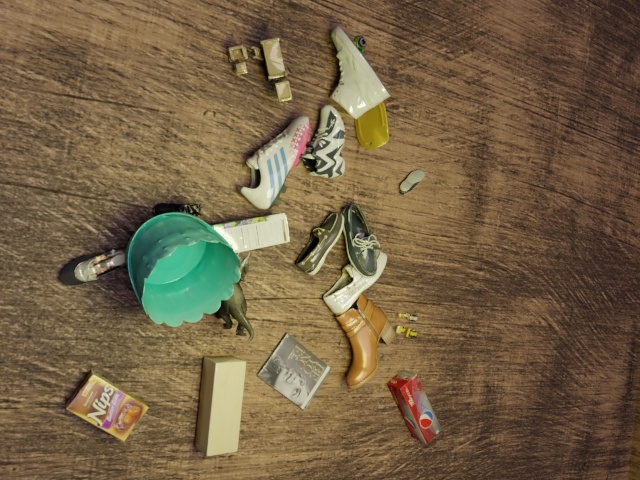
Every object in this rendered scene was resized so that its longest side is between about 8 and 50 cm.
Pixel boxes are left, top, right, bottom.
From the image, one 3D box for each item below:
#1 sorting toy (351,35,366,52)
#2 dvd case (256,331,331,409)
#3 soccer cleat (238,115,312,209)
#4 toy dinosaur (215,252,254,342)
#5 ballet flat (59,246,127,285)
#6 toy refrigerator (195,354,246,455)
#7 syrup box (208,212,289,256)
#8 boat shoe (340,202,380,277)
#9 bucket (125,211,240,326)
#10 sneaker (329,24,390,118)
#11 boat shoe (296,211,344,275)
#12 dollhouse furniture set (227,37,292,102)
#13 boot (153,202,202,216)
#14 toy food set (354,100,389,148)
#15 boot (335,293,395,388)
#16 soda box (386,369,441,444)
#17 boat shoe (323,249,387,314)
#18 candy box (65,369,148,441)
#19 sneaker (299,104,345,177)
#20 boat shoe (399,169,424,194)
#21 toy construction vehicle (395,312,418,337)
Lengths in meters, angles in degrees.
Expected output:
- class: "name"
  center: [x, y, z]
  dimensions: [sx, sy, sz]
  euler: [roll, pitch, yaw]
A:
- class: "sorting toy"
  center: [0.126, -0.659, 1.843]
  dimensions: [0.102, 0.042, 0.061]
  euler: [-28, 106, -26]
- class: "dvd case"
  center: [-0.082, 0.431, 1.789]
  dimensions: [0.221, 0.018, 0.165]
  euler: [44, 71, -24]
- class: "soccer cleat"
  center: [-0.139, -0.258, 1.668]
  dimensions: [0.143, 0.116, 0.331]
  euler: [28, 77, -22]
- class: "toy dinosaur"
  center: [-0.256, 0.176, 1.572]
  dimensions: [0.120, 0.314, 0.160]
  euler: [-6, 120, -4]
- class: "ballet flat"
  center: [-0.587, 0.065, 1.450]
  dimensions: [0.203, 0.074, 0.074]
  euler: [-22, 103, -27]
- class: "toy refrigerator"
  center: [-0.300, 0.486, 1.625]
  dimensions: [0.102, 0.094, 0.270]
  euler: [5, 90, -37]
- class: "syrup box"
  center: [-0.221, -0.020, 1.643]
  dimensions: [0.236, 0.093, 0.096]
  euler: [-13, 98, -29]
- class: "boat shoe"
  center: [0.137, -0.002, 1.811]
  dimensions: [0.095, 0.079, 0.255]
  euler: [-6, 73, -23]
- class: "bucket"
  center: [-0.374, 0.068, 1.455]
  dimensions: [0.281, 0.183, 0.281]
  euler: [-24, 134, -27]
- class: "sneaker"
  center: [0.079, -0.540, 1.775]
  dimensions: [0.293, 0.169, 0.108]
  euler: [58, 19, 7]
- class: "boat shoe"
  center: [0.000, 0.000, 1.778]
  dimensions: [0.068, 0.081, 0.228]
  euler: [35, 78, -31]
- class: "dollhouse furniture set"
  center: [-0.185, -0.502, 1.664]
  dimensions: [0.160, 0.101, 0.182]
  euler: [-12, 100, -4]
- class: "boot"
  center: [-0.400, -0.086, 1.534]
  dimensions: [0.121, 0.099, 0.045]
  euler: [1, 91, -30]
- class: "toy food set"
  center: [0.185, -0.419, 1.852]
  dimensions: [0.071, 0.128, 0.218]
  euler: [-9, 92, -50]
- class: "boot"
  center: [0.126, 0.335, 1.849]
  dimensions: [0.283, 0.109, 0.220]
  euler: [-49, 115, -21]
- class: "soda box"
  center: [0.346, 0.612, 2.006]
  dimensions: [0.092, 0.083, 0.263]
  euler: [-33, 107, -25]
- class: "boat shoe"
  center: [0.117, 0.121, 1.843]
  dimensions: [0.277, 0.098, 0.096]
  euler: [-48, 114, -18]
- class: "candy box"
  center: [-0.579, 0.450, 1.483]
  dimensions: [0.186, 0.053, 0.109]
  euler: [41, 73, -23]
- class: "sneaker"
  center: [-0.006, -0.314, 1.752]
  dimensions: [0.153, 0.094, 0.235]
  euler: [-13, 109, -37]
- class: "boat shoe"
  center: [0.333, -0.210, 1.986]
  dimensions: [0.046, 0.038, 0.125]
  euler: [37, 62, 17]
- class: "toy construction vehicle"
  center: [0.318, 0.309, 2.009]
  dimensions: [0.098, 0.035, 0.086]
  euler: [10, 98, -27]
